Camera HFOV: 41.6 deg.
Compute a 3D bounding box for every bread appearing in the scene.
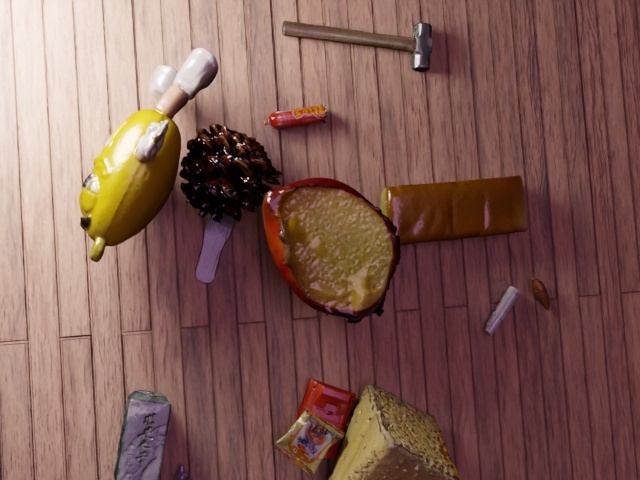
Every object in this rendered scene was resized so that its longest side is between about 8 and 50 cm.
[{"bbox_3d":[0.131,0.521,1.864,0.248,0.279,0.315,33,115,-20],"label":"bread"},{"bbox_3d":[0.311,-0.070,1.984,0.361,0.077,0.138,-5,88,-18],"label":"bread"}]

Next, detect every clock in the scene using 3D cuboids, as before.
[{"bbox_3d":[0.008,0.398,1.863,0.113,0.061,0.155,20,82,-13],"label":"clock"}]

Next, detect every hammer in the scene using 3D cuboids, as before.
[{"bbox_3d":[0.089,-0.471,1.971,0.365,0.043,0.111,4,86,-15],"label":"hammer"}]

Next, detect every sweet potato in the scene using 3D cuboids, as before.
[{"bbox_3d":[0.540,0.129,2.065,0.034,0.034,0.095,-31,106,-17],"label":"sweet potato"}]

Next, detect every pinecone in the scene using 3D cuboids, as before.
[{"bbox_3d":[-0.198,-0.134,1.769,0.221,0.221,0.222,1,85,-17],"label":"pinecone"}]

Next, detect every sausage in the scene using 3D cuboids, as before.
[{"bbox_3d":[-0.059,-0.278,1.903,0.145,0.048,0.050,-11,83,-15],"label":"sausage"}]

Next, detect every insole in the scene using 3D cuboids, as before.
[{"bbox_3d":[-0.231,0.003,1.847,0.064,0.004,0.189,18,80,-14],"label":"insole"}]

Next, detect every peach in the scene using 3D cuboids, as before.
[{"bbox_3d":[0.000,0.000,1.811,0.361,0.201,0.258,38,85,-23],"label":"peach"}]

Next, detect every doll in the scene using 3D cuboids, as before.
[{"bbox_3d":[-0.335,-0.192,1.665,0.161,0.348,0.423,29,42,-15],"label":"doll"}]

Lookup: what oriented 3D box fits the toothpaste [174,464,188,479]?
[{"bbox_3d":[-0.295,0.558,1.773,0.045,0.028,0.170,2,89,-11],"label":"toothpaste"}]

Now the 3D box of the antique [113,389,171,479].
[{"bbox_3d":[-0.365,0.403,1.731,0.088,0.086,0.183,10,83,-17],"label":"antique"}]

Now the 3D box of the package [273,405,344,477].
[{"bbox_3d":[-0.024,0.430,1.812,0.108,0.031,0.121,39,87,1],"label":"package"}]

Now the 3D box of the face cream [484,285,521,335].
[{"bbox_3d":[0.436,0.172,2.026,0.034,0.034,0.130,38,76,-11],"label":"face cream"}]
